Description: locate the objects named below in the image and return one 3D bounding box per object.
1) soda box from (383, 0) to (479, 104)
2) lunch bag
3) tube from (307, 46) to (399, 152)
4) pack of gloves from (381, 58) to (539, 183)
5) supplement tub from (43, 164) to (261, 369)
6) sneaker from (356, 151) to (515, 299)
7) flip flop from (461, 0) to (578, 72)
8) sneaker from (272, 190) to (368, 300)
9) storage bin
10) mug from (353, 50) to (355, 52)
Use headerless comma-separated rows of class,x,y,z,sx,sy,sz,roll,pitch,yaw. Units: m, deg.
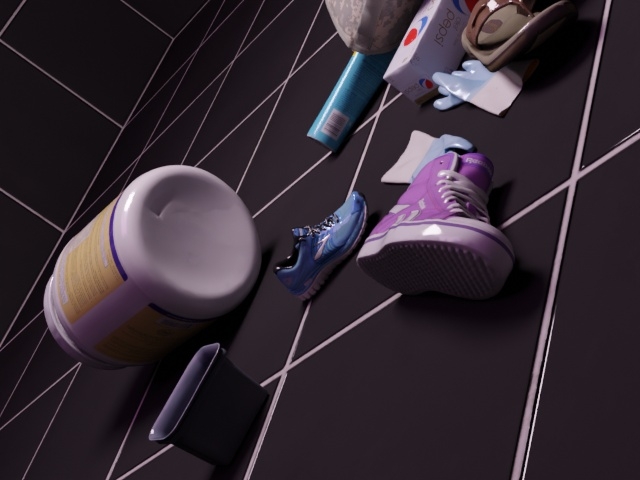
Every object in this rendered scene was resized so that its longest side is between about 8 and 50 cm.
soda box,0.169,-0.294,1.755,0.074,0.069,0.216,-27,31,58
lunch bag,0.113,-0.435,1.865,0.287,0.169,0.235,-62,-5,-48
tube,0.055,-0.235,1.952,0.052,0.080,0.207,31,88,48
pack of gloves,0.153,-0.154,1.568,0.195,0.046,0.232,-54,17,-4
supplement tub,-0.268,0.054,1.959,0.331,0.241,0.241,-34,26,48
sneaker,0.135,-0.031,1.286,0.161,0.102,0.282,-54,16,-12
flip flop,0.218,-0.265,1.508,0.112,0.080,0.277,-33,15,1
sneaker,0.000,0.000,1.629,0.162,0.073,0.063,-51,17,9
storage bin,-0.134,0.209,1.556,0.135,0.091,0.098,-60,18,-22
mug,0.094,-0.370,2.038,0.150,0.113,0.169,-49,21,21
